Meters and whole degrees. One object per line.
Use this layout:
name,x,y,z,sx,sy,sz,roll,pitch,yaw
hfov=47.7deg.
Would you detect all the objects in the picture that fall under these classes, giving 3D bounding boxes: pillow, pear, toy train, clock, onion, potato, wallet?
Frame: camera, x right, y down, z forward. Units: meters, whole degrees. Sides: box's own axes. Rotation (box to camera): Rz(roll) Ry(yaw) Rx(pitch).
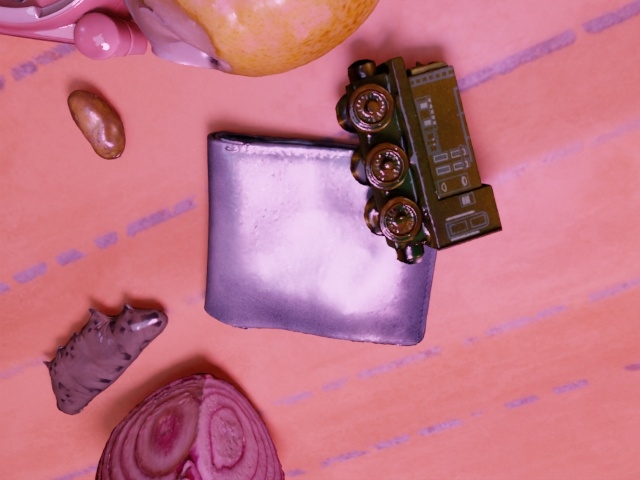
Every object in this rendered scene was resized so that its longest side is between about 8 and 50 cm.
pillow,-0.307,0.154,0.985,0.093,0.051,0.241,41,115,-13
pear,-0.059,-0.275,0.643,0.270,0.271,0.271,2,115,5
toy train,0.103,-0.092,0.783,0.137,0.090,0.226,-17,100,-7
clock,-0.280,-0.315,0.724,0.227,0.142,0.242,7,106,2
onion,-0.172,0.322,0.972,0.206,0.216,0.206,-22,128,26
potato,-0.258,-0.136,0.847,0.046,0.045,0.092,-36,108,-19
wallet,0.000,0.001,0.880,0.290,0.054,0.252,6,115,3
